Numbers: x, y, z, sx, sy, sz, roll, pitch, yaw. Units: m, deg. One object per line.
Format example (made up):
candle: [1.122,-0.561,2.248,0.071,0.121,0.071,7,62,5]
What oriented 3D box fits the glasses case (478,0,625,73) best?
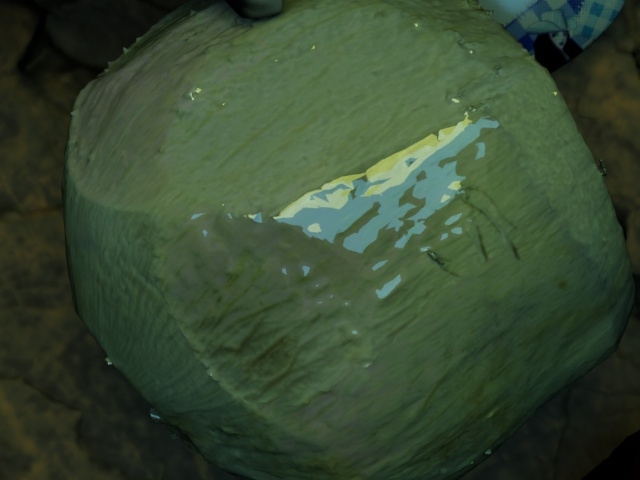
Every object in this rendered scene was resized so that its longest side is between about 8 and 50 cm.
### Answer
glasses case: [0.052,-0.239,1.024,0.125,0.076,0.327,-37,89,0]

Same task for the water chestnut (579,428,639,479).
water chestnut: [0.263,0.253,0.938,0.335,0.347,0.335,-5,47,6]

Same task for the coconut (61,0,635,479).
coconut: [0.000,0.000,0.913,0.254,0.297,0.297,-29,90,-3]

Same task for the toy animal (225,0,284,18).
toy animal: [-0.185,-0.211,0.880,0.302,0.344,0.194,-9,118,-5]
